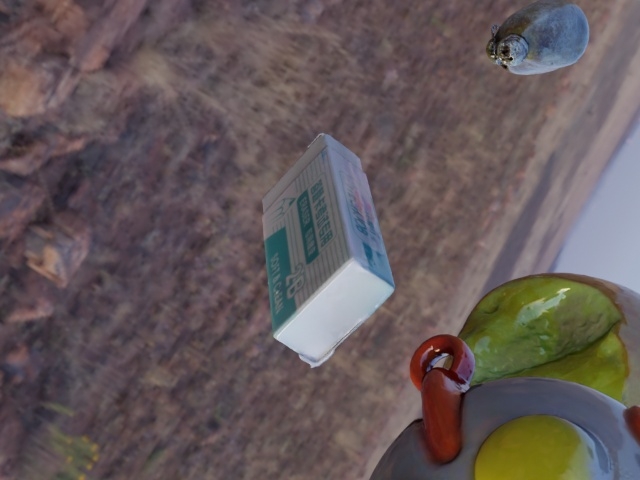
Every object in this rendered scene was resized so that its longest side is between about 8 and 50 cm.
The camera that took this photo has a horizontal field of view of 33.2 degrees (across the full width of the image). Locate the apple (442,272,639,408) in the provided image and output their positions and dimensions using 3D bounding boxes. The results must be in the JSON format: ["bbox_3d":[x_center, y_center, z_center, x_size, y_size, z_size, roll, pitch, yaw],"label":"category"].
[{"bbox_3d":[0.261,0.205,1.102,0.339,0.340,0.339,-56,168,-19],"label":"apple"}]

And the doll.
[{"bbox_3d":[0.089,0.157,0.375,0.200,0.336,0.105,-33,131,16],"label":"doll"}]

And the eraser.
[{"bbox_3d":[0.000,0.000,0.901,0.095,0.052,0.225,-46,-156,20],"label":"eraser"}]

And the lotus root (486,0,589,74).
[{"bbox_3d":[0.241,-0.226,1.204,0.165,0.088,0.088,-21,144,-40],"label":"lotus root"}]
